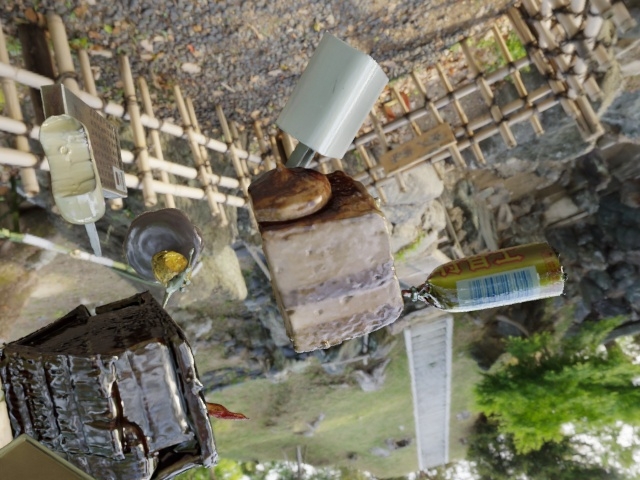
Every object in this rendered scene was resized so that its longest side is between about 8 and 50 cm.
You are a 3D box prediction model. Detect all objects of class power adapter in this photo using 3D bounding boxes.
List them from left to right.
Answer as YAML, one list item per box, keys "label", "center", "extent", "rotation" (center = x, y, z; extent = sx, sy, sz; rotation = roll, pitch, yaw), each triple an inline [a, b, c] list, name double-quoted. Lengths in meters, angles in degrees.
- label: "power adapter"
  center: [0.011, -0.243, 0.924]
  extent: [0.255, 0.124, 0.187]
  rotation: [-59, 170, 14]

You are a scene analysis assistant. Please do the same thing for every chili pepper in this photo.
- label: "chili pepper"
  center: [-0.298, 0.524, 1.451]
  extent: [0.178, 0.027, 0.045]
  rotation: [10, -163, 7]

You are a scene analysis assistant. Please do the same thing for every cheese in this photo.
- label: "cheese"
  center: [-0.413, -0.088, 0.821]
  extent: [0.071, 0.163, 0.249]
  rotation: [-14, 158, -21]

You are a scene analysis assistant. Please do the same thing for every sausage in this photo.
- label: "sausage"
  center: [0.328, 0.085, 1.001]
  extent: [0.317, 0.117, 0.125]
  rotation: [-11, 174, 7]

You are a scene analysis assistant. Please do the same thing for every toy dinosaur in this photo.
- label: "toy dinosaur"
  center: [-0.313, 0.097, 1.042]
  extent: [0.037, 0.180, 0.058]
  rotation: [39, 157, -21]

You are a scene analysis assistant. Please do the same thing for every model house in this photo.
- label: "model house"
  center: [-0.380, 0.275, 0.837]
  extent: [0.282, 0.317, 0.297]
  rotation: [-16, -173, -32]

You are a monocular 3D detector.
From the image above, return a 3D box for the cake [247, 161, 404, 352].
- label: "cake"
  center: [0.000, 0.000, 0.761]
  extent: [0.198, 0.293, 0.196]
  rotation: [-16, -152, -6]

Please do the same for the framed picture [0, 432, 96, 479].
- label: "framed picture"
  center: [-0.336, 0.302, 0.518]
  extent: [0.015, 0.150, 0.203]
  rotation: [-59, 178, 7]

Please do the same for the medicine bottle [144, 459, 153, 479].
- label: "medicine bottle"
  center: [-0.498, 0.703, 1.232]
  extent: [0.124, 0.324, 0.179]
  rotation: [10, 133, -13]

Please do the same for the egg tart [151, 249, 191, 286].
- label: "egg tart"
  center: [-0.427, 0.077, 1.377]
  extent: [0.130, 0.130, 0.052]
  rotation: [0, 147, -45]

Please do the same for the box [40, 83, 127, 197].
- label: "box"
  center: [-0.491, -0.193, 1.019]
  extent: [0.047, 0.180, 0.325]
  rotation: [-9, 180, -7]

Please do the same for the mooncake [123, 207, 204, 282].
- label: "mooncake"
  center: [-0.486, 0.013, 1.492]
  extent: [0.245, 0.245, 0.133]
  rotation: [-15, -173, -6]
